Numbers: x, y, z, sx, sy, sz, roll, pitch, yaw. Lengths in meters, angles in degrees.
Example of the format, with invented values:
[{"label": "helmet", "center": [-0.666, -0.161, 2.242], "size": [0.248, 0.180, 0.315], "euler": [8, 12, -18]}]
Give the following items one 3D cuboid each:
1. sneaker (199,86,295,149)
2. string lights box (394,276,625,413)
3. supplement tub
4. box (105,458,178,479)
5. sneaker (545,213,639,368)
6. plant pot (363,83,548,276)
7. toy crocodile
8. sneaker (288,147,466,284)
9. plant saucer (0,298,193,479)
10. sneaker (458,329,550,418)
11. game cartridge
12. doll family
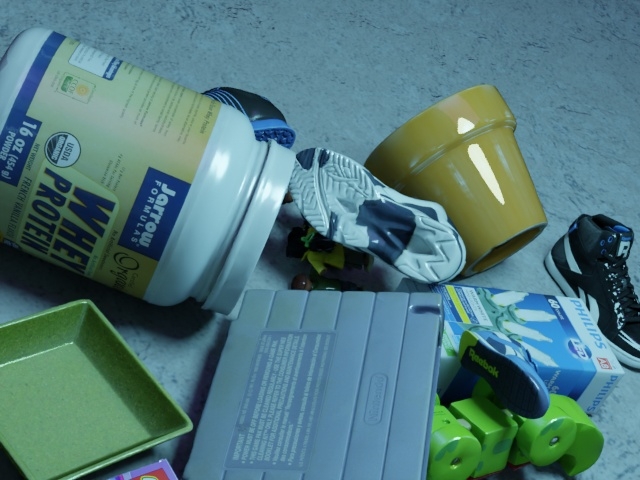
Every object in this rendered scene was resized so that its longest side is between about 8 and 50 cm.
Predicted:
[{"label": "sneaker", "center": [-0.143, -0.150, 1.751], "size": [0.232, 0.081, 0.090], "euler": [2, 39, -42]}, {"label": "string lights box", "center": [0.213, 0.126, 1.636], "size": [0.259, 0.077, 0.133], "euler": [7, 38, -27]}, {"label": "supplement tub", "center": [-0.206, -0.067, 1.470], "size": [0.316, 0.228, 0.228], "euler": [22, 36, -7]}, {"label": "box", "center": [-0.143, 0.336, 1.116], "size": [0.201, 0.057, 0.293], "euler": [-13, 62, -44]}, {"label": "sneaker", "center": [0.382, 0.053, 1.800], "size": [0.079, 0.121, 0.217], "euler": [-5, 47, -36]}, {"label": "plant pot", "center": [0.188, -0.065, 1.776], "size": [0.205, 0.205, 0.188], "euler": [-18, 71, -45]}, {"label": "toy crocodile", "center": [0.161, 0.212, 1.484], "size": [0.340, 0.105, 0.115], "euler": [-4, 29, -33]}, {"label": "sneaker", "center": [0.075, -0.023, 1.625], "size": [0.235, 0.094, 0.153], "euler": [26, 2, 19]}, {"label": "plant saucer", "center": [-0.249, 0.154, 1.324], "size": [0.188, 0.045, 0.188], "euler": [-17, 54, -45]}, {"label": "sneaker", "center": [0.206, 0.137, 1.475], "size": [0.059, 0.053, 0.144], "euler": [0, 29, -31]}, {"label": "game cartridge", "center": [-0.003, 0.174, 1.375], "size": [0.230, 0.068, 0.355], "euler": [-2, 34, 12]}, {"label": "doll family", "center": [0.000, 0.000, 1.663], "size": [0.111, 0.076, 0.193], "euler": [10, 34, -17]}]
